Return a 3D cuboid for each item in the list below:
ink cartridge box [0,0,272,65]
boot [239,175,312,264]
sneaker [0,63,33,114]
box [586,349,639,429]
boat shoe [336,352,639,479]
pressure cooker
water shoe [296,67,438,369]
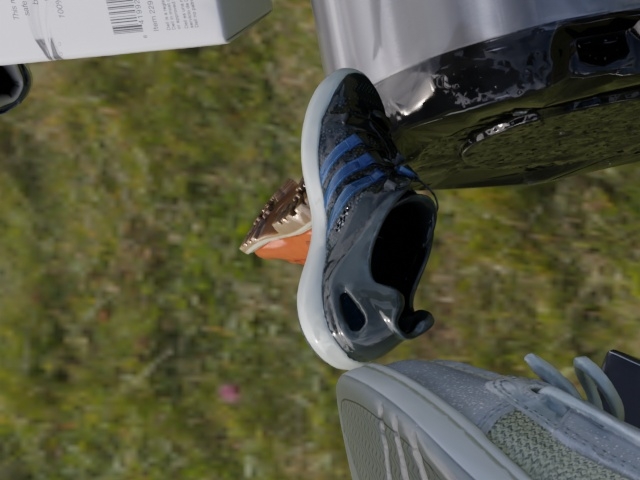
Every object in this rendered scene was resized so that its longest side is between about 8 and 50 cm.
[{"bbox_3d":[-0.210,-0.275,1.625,0.289,0.121,0.211,-2,110,21],"label":"ink cartridge box"},{"bbox_3d":[0.000,0.000,1.228,0.059,0.084,0.158,-58,14,-14],"label":"boot"},{"bbox_3d":[-0.398,-0.196,1.865,0.163,0.226,0.086,-128,61,-77],"label":"sneaker"},{"bbox_3d":[0.276,0.159,0.959,0.261,0.184,0.103,25,96,33],"label":"box"},{"bbox_3d":[0.110,0.114,0.625,0.320,0.103,0.118,23,128,58],"label":"boat shoe"},{"bbox_3d":[0.162,-0.273,1.358,0.375,0.370,0.420,-12,81,12],"label":"pressure cooker"},{"bbox_3d":[0.037,-0.019,1.082,0.080,0.073,0.203,-20,53,33],"label":"water shoe"}]
